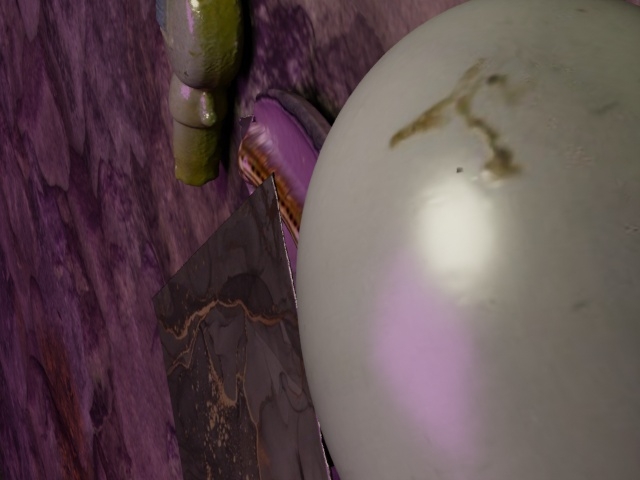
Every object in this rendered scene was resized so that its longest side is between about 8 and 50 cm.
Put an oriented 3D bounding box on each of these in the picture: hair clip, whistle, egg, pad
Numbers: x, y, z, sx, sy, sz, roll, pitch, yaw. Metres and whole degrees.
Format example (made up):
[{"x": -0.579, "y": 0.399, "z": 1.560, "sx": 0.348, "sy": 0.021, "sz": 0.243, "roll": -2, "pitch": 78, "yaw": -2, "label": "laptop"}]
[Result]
[{"x": 0.000, "y": -0.002, "z": 0.987, "sx": 0.110, "sy": 0.096, "sz": 0.358, "roll": 50, "pitch": -172, "yaw": -31, "label": "hair clip"}, {"x": -0.094, "y": -0.124, "z": 1.190, "sx": 0.104, "sy": 0.057, "sz": 0.198, "roll": -118, "pitch": 26, "yaw": -44, "label": "whistle"}, {"x": 0.091, "y": 0.047, "z": 0.535, "sx": 0.183, "sy": 0.183, "sz": 0.264, "roll": 153, "pitch": 100, "yaw": -71, "label": "egg"}, {"x": -0.033, "y": 0.174, "z": 0.912, "sx": 0.247, "sy": 0.007, "sz": 0.367, "roll": 140, "pitch": 122, "yaw": -63, "label": "pad"}]

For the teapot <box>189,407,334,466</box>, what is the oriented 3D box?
[{"x": -0.033, "y": 0.098, "z": 1.049, "sx": 0.173, "sy": 0.116, "sz": 0.116, "roll": 163, "pitch": 96, "yaw": -72, "label": "teapot"}]
